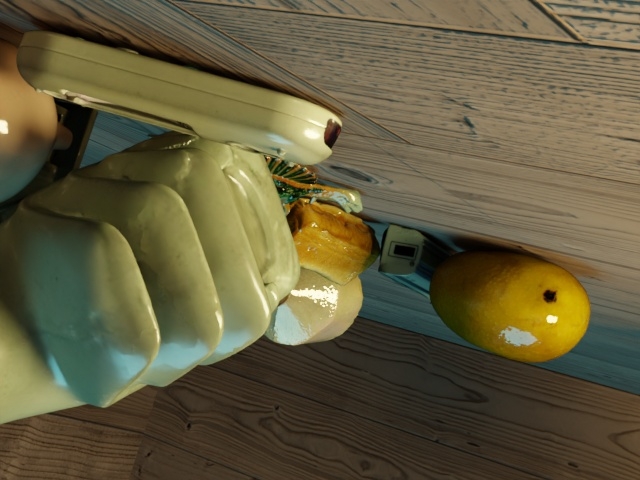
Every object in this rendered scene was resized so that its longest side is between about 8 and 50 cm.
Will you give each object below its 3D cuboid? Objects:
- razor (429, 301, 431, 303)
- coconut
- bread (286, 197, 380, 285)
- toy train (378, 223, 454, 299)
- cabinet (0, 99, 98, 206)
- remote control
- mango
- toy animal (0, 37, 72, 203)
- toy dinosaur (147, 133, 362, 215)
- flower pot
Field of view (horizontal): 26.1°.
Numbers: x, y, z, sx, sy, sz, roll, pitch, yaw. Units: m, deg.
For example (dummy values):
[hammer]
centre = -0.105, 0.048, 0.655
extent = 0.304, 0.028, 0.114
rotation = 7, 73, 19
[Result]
[razor]
centre = 0.220, 0.065, 1.602
extent = 0.190, 0.033, 0.066
rotation = 11, -143, 37
[coconut]
centre = -0.027, 0.072, 1.897
extent = 0.147, 0.147, 0.153
rotation = 15, -179, 25
[bread]
centre = 0.000, 0.000, 1.393
extent = 0.132, 0.074, 0.053
rotation = 19, -144, -46
[toy train]
centre = 0.130, 0.036, 1.485
extent = 0.048, 0.055, 0.252
rotation = 5, 170, 25
[cabinet]
centre = -0.347, -0.089, 1.207
extent = 0.215, 0.148, 0.175
rotation = 13, 174, 32
[remote control]
centre = -0.095, -0.092, 0.900
extent = 0.221, 0.042, 0.078
rotation = 17, 174, 9
[mango]
centre = 0.174, 0.056, 1.326
extent = 0.136, 0.099, 0.227
rotation = 12, -175, -16
[toy animal]
centre = -0.290, -0.101, 0.975
extent = 0.248, 0.149, 0.165
rotation = 7, 169, -44
[toy dinosaur]
centre = -0.049, -0.056, 1.193
extent = 0.106, 0.044, 0.187
rotation = -4, 149, 39
[flower pot]
centre = -0.157, 0.029, 0.977
extent = 0.254, 0.164, 0.367
rotation = -19, -172, 7
